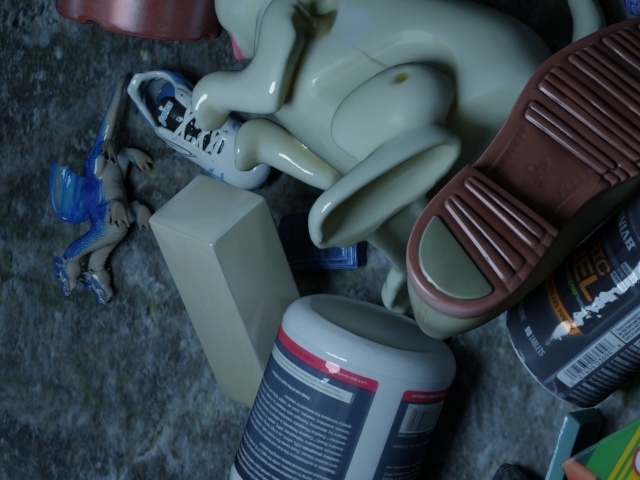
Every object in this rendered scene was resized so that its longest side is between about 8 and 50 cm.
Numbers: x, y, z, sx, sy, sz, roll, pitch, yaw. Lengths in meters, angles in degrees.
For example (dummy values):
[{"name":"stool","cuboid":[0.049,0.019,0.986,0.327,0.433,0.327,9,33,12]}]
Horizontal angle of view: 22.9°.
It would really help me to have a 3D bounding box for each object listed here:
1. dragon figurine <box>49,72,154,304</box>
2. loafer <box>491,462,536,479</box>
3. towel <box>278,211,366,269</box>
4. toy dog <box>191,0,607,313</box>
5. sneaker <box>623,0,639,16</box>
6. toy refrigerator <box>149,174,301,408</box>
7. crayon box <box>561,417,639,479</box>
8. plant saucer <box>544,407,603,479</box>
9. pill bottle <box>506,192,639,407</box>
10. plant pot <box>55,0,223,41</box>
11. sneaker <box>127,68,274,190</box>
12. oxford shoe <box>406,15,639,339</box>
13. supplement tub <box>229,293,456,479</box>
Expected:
[{"name":"dragon figurine","cuboid":[-0.289,-0.066,2.013,0.144,0.085,0.289,-15,79,39]},{"name":"loafer","cuboid":[0.178,0.308,1.615,0.170,0.062,0.061,-64,31,14]},{"name":"towel","cuboid":[0.000,0.000,1.797,0.119,0.029,0.067,-2,85,41]},{"name":"toy dog","cuboid":[0.045,-0.200,1.612,0.395,0.284,0.408,-44,59,12]},{"name":"sneaker","cuboid":[0.265,-0.301,1.485,0.087,0.221,0.083,-8,41,31]},{"name":"toy refrigerator","cuboid":[-0.083,0.064,1.730,0.102,0.094,0.269,20,143,40]},{"name":"crayon box","cuboid":[0.391,0.219,1.413,0.318,0.081,0.202,-38,64,32]},{"name":"plant saucer","cuboid":[0.235,0.258,1.555,0.018,0.067,0.192,22,102,32]},{"name":"pill bottle","cuboid":[0.299,0.039,1.470,0.246,0.130,0.130,-44,61,29]},{"name":"plant pot","cuboid":[-0.196,-0.383,1.853,0.272,0.272,0.265,24,111,39]},{"name":"sneaker","cuboid":[-0.147,-0.131,1.895,0.237,0.086,0.085,38,110,34]},{"name":"oxford shoe","cuboid":[0.218,-0.063,1.464,0.140,0.397,0.146,46,161,15]},{"name":"supplement tub","cuboid":[0.016,0.210,1.664,0.191,0.191,0.272,29,106,38]}]
